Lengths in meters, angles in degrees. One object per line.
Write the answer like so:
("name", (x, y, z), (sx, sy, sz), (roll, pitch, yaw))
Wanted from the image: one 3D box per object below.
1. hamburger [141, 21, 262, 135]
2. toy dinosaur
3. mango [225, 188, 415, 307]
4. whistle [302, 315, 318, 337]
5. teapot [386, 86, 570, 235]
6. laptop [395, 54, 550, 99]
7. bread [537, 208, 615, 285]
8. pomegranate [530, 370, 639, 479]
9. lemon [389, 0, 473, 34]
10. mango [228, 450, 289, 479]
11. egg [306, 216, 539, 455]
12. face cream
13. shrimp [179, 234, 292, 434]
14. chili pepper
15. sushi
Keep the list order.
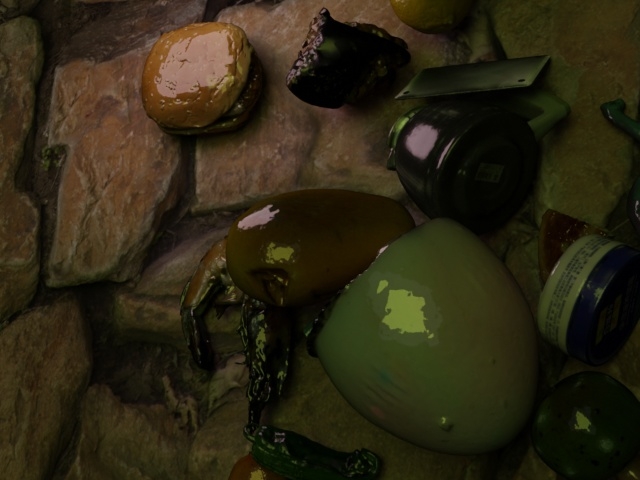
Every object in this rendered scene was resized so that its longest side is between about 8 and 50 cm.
("hamburger", (-0.265, -0.361, 2.237), (0.283, 0.144, 0.259), (-7, 64, 18))
("toy dinosaur", (0.534, -0.088, 1.693), (0.331, 0.129, 0.383), (28, 55, 33))
("mango", (0.000, 0.000, 1.894), (0.365, 0.182, 0.253), (-16, 35, -6))
("whistle", (0.045, 0.127, 1.942), (0.186, 0.039, 0.039), (-40, 58, 7))
("teapot", (0.263, -0.190, 1.852), (0.321, 0.239, 0.239), (-56, 44, 3))
("laptop", (0.293, -0.314, 1.937), (0.269, 0.015, 0.187), (-2, 25, 26))
("bread", (0.432, 0.024, 1.771), (0.154, 0.054, 0.136), (24, 84, 55))
("pomegranate", (0.445, 0.317, 1.594), (0.225, 0.187, 0.187), (44, 94, 1))
("lemon", (0.225, -0.509, 2.030), (0.178, 0.178, 0.203), (-31, 58, 13))
("mango", (-0.122, 0.466, 1.862), (0.115, 0.089, 0.165), (26, 84, 22))
("egg", (0.211, 0.190, 1.660), (0.354, 0.354, 0.340), (-45, 69, 4))
("face cream", (0.447, 0.095, 1.654), (0.111, 0.206, 0.205), (25, 83, 36))
("shrimp", (-0.170, 0.179, 2.004), (0.272, 0.085, 0.444), (-20, 59, 22))
("chili pepper", (-0.022, 0.388, 1.813), (0.257, 0.074, 0.100), (16, 52, 2))
("sushi", (0.056, -0.364, 2.050), (0.213, 0.204, 0.200), (-49, 22, 38))
